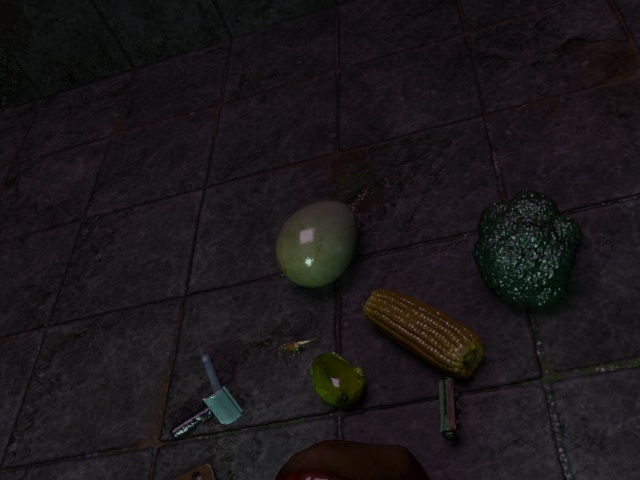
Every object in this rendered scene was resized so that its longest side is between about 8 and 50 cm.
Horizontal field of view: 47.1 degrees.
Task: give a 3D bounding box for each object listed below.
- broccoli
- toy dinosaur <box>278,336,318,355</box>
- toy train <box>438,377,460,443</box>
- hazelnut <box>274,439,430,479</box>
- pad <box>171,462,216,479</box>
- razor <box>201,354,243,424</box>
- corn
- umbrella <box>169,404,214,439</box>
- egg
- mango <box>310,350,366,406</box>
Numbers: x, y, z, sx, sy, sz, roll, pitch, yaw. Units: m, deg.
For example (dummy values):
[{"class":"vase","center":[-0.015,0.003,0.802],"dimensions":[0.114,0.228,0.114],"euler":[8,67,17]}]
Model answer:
[{"class":"broccoli","center":[0.523,0.027,1.805],"dimensions":[0.297,0.297,0.297],"euler":[-7,28,-39]},{"class":"toy dinosaur","center":[-0.056,0.282,1.961],"dimensions":[0.113,0.041,0.026],"euler":[-12,41,9]},{"class":"toy train","center":[0.294,0.385,1.666],"dimensions":[0.038,0.071,0.148],"euler":[-11,45,17]},{"class":"hazelnut","center":[0.063,0.564,1.428],"dimensions":[0.366,0.365,0.365],"euler":[-14,44,14]},{"class":"pad","center":[-0.353,0.697,1.721],"dimensions":[0.287,0.018,0.284],"euler":[-28,43,1]},{"class":"razor","center":[-0.281,0.375,1.956],"dimensions":[0.068,0.106,0.232],"euler":[-30,34,-4]},{"class":"corn","center":[0.244,0.219,1.813],"dimensions":[0.131,0.131,0.344],"euler":[-45,45,-19]},{"class":"umbrella","center":[-0.334,0.473,1.917],"dimensions":[0.133,0.031,0.036],"euler":[-34,69,-9]},{"class":"egg","center":[0.000,0.000,2.077],"dimensions":[0.218,0.218,0.295],"euler":[13,47,35]},{"class":"mango","center":[0.038,0.343,1.816],"dimensions":[0.119,0.100,0.178],"euler":[-1,25,-26]}]
